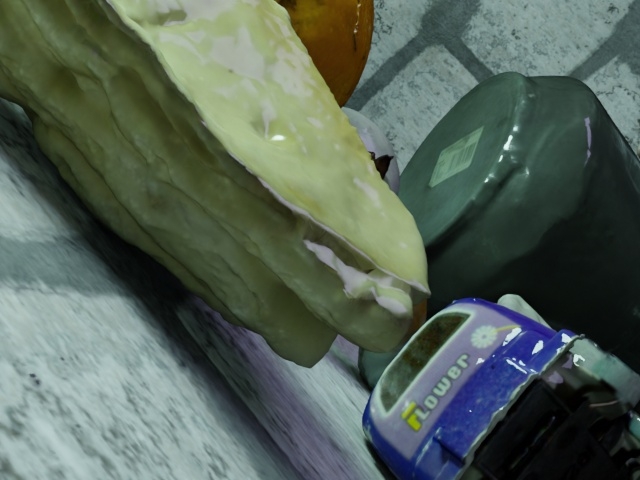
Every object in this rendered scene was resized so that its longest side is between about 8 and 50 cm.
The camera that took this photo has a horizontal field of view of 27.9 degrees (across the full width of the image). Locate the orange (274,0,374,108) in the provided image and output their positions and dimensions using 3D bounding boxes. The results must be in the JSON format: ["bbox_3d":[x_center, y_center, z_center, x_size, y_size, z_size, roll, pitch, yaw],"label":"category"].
[{"bbox_3d":[-0.073,-0.189,1.066,0.246,0.246,0.246,47,8,-9],"label":"orange"}]

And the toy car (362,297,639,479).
[{"bbox_3d":[0.143,0.151,0.955,0.158,0.172,0.235,36,-8,45],"label":"toy car"}]

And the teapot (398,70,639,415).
[{"bbox_3d":[0.289,0.007,1.354,0.361,0.306,0.376,34,-32,-17],"label":"teapot"}]

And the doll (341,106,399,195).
[{"bbox_3d":[-0.024,-0.097,1.303,0.151,0.151,0.287,43,5,-33],"label":"doll"}]

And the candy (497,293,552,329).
[{"bbox_3d":[0.240,0.226,1.154,0.359,0.145,0.208,48,7,-6],"label":"candy"}]

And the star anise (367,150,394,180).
[{"bbox_3d":[0.005,-0.002,1.089,0.140,0.158,0.144,-27,98,-83],"label":"star anise"}]

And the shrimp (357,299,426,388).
[{"bbox_3d":[0.021,0.063,1.034,0.166,0.161,0.049,-10,19,-41],"label":"shrimp"}]

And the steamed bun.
[{"bbox_3d":[-0.112,-0.105,0.830,0.428,0.189,0.247,46,37,-8],"label":"steamed bun"}]
